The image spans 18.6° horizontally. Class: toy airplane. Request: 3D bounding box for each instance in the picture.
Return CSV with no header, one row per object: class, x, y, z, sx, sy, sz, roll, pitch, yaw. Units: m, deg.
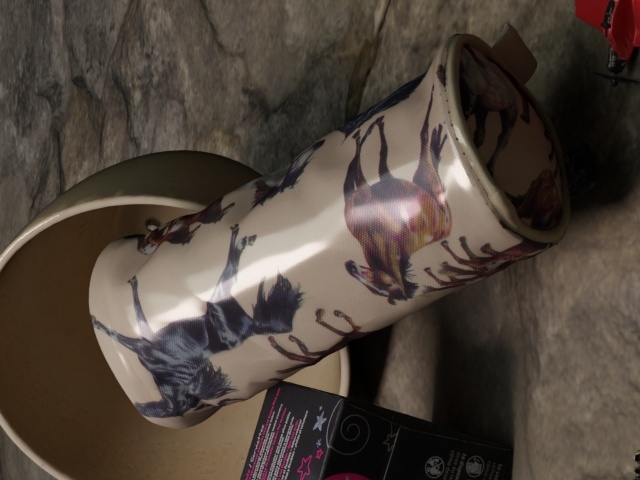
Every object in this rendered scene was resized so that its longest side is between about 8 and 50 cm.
toy airplane,0.213,-0.180,1.350,0.151,0.028,0.151,-4,86,63

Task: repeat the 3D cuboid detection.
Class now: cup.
cup,-0.127,0.049,1.782,0.237,0.331,0.331,-78,5,-60

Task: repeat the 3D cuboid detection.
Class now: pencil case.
pencil case,0.000,0.000,1.466,0.410,0.160,0.183,-29,19,34

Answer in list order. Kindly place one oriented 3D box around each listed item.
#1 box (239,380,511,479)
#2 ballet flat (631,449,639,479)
box,0.020,0.250,1.521,0.142,0.163,0.247,9,82,64
ballet flat,0.255,0.097,1.210,0.250,0.058,0.084,117,144,-43
